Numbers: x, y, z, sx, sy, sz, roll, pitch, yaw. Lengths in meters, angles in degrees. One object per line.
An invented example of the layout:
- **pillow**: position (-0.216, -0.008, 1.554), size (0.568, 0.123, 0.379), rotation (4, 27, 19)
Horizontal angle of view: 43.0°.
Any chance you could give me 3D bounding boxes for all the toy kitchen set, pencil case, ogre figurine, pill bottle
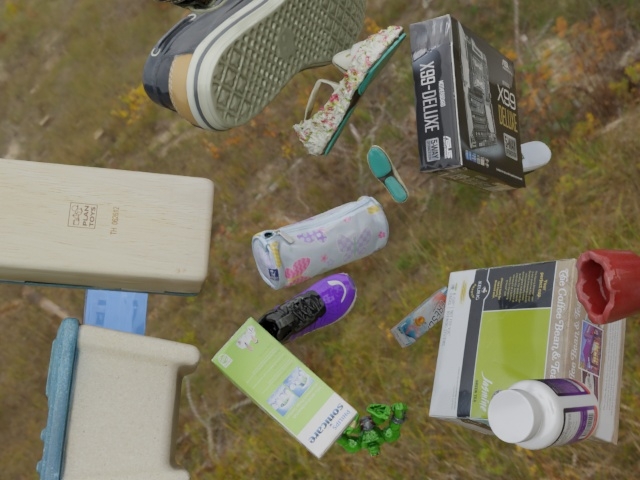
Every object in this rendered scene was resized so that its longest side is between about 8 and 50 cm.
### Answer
- **toy kitchen set**: position (-0.131, 0.083, 0.436), size (0.166, 0.122, 0.207), rotation (129, 146, -71)
- **pencil case**: position (0.000, 0.000, 1.604), size (0.273, 0.124, 0.113), rotation (-19, 28, -24)
- **ogre figurine**: position (0.117, 0.452, 1.942), size (0.197, 0.118, 0.097), rotation (-29, 39, -11)
- **pill bottle**: position (0.351, 0.274, 1.288), size (0.108, 0.193, 0.108), rotation (-8, 78, 44)

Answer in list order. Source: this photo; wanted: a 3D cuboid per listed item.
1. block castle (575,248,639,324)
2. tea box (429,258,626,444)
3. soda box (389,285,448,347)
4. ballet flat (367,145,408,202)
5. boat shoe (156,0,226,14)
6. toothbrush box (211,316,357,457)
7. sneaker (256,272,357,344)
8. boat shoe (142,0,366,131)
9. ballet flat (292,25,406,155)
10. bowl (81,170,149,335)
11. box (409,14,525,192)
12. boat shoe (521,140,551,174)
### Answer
- **block castle**: position (0.363, -0.057, 0.728), size (0.213, 0.453, 0.303), rotation (-7, 31, -8)
- **tea box**: position (0.437, 0.237, 1.705), size (0.323, 0.220, 0.329), rotation (-9, 63, 49)
- **soda box**: position (0.263, 0.193, 2.055), size (0.183, 0.058, 0.063), rotation (-37, -3, -27)
- **ballet flat**: position (0.169, -0.169, 2.068), size (0.057, 0.168, 0.052), rotation (-27, 14, 16)
- **boat shoe**: position (-0.103, -0.238, 0.703), size (0.078, 0.070, 0.219), rotation (-22, 29, 14)
- **toothbrush box**: position (-0.069, 0.306, 1.651), size (0.283, 0.206, 0.122), rotation (39, 78, 10)
- **sneaker**: position (-0.048, 0.179, 1.921), size (0.293, 0.146, 0.102), rotation (-34, 79, 24)
- **boat shoe**: position (-0.079, -0.322, 1.227), size (0.156, 0.187, 0.500), rotation (12, 40, 29)
- **ballet flat**: position (0.036, -0.239, 1.251), size (0.241, 0.077, 0.091), rotation (-55, -2, 17)
- **bowl**: position (-0.299, 0.094, 1.155), size (0.391, 0.077, 0.391), rotation (-175, 90, -74)
- **box**: position (0.256, -0.219, 1.387), size (0.076, 0.307, 0.242), rotation (-7, 82, 31)
- **boat shoe**: position (0.389, -0.165, 1.776), size (0.228, 0.076, 0.080), rotation (-15, 73, -16)
